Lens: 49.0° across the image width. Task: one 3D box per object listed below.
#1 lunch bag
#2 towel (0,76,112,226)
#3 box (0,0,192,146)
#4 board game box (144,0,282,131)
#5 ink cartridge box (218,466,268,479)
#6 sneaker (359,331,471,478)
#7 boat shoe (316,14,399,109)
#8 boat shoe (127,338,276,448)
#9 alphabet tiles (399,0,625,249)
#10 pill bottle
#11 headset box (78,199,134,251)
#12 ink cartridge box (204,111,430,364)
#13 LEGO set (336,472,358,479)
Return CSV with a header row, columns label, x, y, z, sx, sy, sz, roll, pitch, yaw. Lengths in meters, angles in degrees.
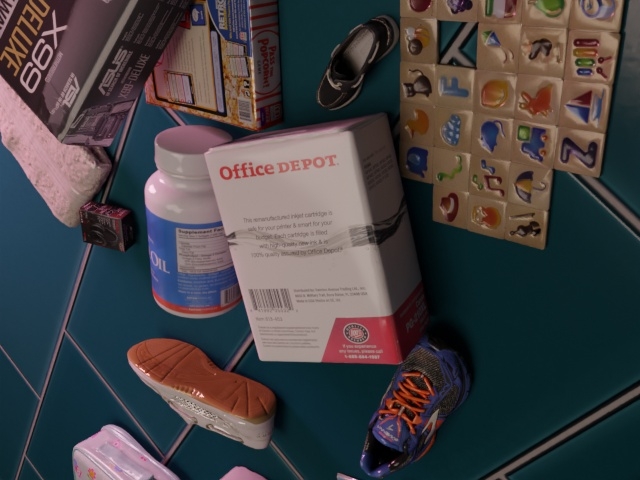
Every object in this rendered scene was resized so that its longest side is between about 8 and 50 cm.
label,x,y,z,sx,sy,sz,roll,pitch,yaw
lunch bag,-0.357,0.497,1.353,0.279,0.108,0.223,25,124,30
towel,-0.440,-0.175,1.108,0.282,0.049,0.187,54,137,5
box,-0.259,-0.296,0.773,0.242,0.077,0.307,46,114,19
board game box,-0.132,-0.216,0.803,0.194,0.045,0.146,20,124,34
ink cartridge box,-0.083,0.530,1.111,0.202,0.117,0.278,12,119,38
sneaker,0.101,0.193,0.782,0.083,0.087,0.221,31,130,26
boat shoe,0.027,-0.169,0.688,0.046,0.038,0.125,56,137,3
boat shoe,-0.187,0.237,1.062,0.277,0.098,0.096,22,124,32
alphabet tiles,0.155,-0.112,0.625,0.198,0.009,0.237,17,123,35
pill bottle,-0.153,-0.024,0.871,0.124,0.124,0.221,24,126,32
headset box,-0.326,-0.021,1.083,0.083,0.032,0.062,14,124,14
ink cartridge box,0.000,0.000,0.725,0.172,0.100,0.237,-4,108,30
LEGO set,0.100,0.450,0.947,0.183,0.060,0.244,5,116,45
